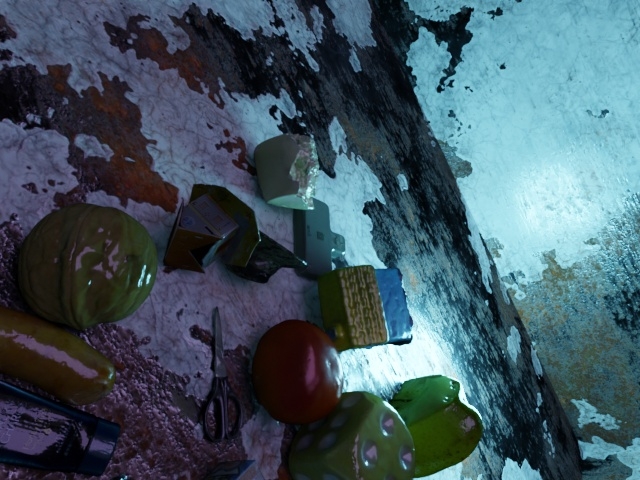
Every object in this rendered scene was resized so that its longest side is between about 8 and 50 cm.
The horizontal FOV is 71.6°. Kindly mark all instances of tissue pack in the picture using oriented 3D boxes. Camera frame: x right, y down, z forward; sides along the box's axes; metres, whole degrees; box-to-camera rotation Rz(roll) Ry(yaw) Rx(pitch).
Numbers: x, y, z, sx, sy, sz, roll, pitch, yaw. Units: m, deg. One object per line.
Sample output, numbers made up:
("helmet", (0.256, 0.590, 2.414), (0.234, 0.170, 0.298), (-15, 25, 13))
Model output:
("tissue pack", (-0.202, 0.506, 0.876), (0.155, 0.115, 0.065), (-29, 95, -54))

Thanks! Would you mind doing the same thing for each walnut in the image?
("walnut", (-0.409, 0.047, 0.791), (0.227, 0.227, 0.228), (26, 53, -41))

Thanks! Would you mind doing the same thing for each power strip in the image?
("power strip", (0.000, 0.000, 1.421), (0.193, 0.059, 0.265), (19, 58, -40))

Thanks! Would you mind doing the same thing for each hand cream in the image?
("hand cream", (-0.468, 0.304, 0.714), (0.270, 0.061, 0.120), (32, 54, -27))

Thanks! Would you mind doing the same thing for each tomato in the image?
("tomato", (-0.045, 0.325, 1.108), (0.259, 0.179, 0.260), (27, 53, -44))

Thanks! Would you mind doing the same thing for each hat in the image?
("hat", (-0.169, 0.041, 1.131), (0.265, 0.265, 0.129), (34, 85, -36))

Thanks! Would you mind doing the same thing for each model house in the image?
("model house", (-0.259, -0.011, 0.970), (0.207, 0.219, 0.136), (45, 48, 4))
("model house", (0.113, 0.209, 1.310), (0.303, 0.215, 0.238), (11, 63, -52))

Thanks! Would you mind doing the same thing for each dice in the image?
("dice", (0.083, 0.543, 1.117), (0.233, 0.226, 0.238), (56, 40, -9))

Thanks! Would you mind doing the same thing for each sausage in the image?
("sausage", (-0.467, 0.188, 0.727), (0.270, 0.108, 0.109), (40, 45, -30))

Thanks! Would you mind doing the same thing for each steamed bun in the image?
("steamed bun", (-0.082, -0.204, 1.312), (0.199, 0.170, 0.226), (-8, 78, -27))

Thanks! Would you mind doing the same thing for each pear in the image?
("pear", (0.350, 0.572, 1.363), (0.342, 0.317, 0.239), (-27, 89, -51))

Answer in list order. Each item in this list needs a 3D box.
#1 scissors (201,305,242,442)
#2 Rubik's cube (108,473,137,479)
("scissors", (-0.232, 0.300, 1.022), (0.109, 0.022, 0.301), (15, 60, -50))
("Rubik's cube", (-0.340, 0.510, 0.503), (0.306, 0.310, 0.305), (-9, 64, -52))
